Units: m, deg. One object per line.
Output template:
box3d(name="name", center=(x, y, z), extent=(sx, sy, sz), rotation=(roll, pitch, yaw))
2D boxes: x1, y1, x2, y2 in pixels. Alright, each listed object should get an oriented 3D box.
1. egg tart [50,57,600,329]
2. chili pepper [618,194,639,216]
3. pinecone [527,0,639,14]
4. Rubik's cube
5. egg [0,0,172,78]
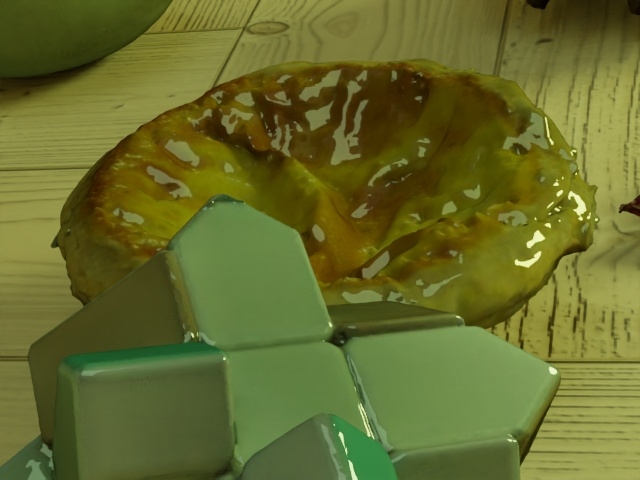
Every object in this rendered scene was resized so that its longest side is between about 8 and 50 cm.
box3d(name="egg tart", center=(-0.001, 0.000, 0.895), extent=(0.341, 0.132, 0.341), rotation=(-8, 32, 5))
box3d(name="chili pepper", center=(0.330, -0.019, 0.916), extent=(0.268, 0.059, 0.050), rotation=(-1, -5, 19))
box3d(name="pinecone", center=(0.271, -0.299, 1.215), extent=(0.309, 0.244, 0.244), rotation=(-17, 30, 18))
box3d(name="Rubik's cube", center=(-0.037, 0.106, 0.615), extent=(0.265, 0.213, 0.224), rotation=(0, 48, -13))
box3d(name="egg", center=(-0.258, -0.255, 1.285), extent=(0.295, 0.218, 0.218), rotation=(-33, 37, -7))
